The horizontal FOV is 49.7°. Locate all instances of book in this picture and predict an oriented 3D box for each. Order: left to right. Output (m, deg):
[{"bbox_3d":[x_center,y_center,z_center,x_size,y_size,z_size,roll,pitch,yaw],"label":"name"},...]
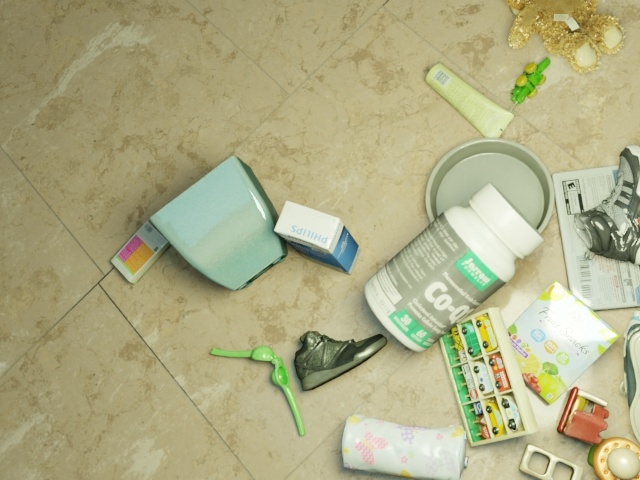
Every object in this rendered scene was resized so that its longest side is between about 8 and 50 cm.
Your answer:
[{"bbox_3d":[-0.475,0.030,1.828,0.096,0.035,0.144,41,87,24],"label":"book"}]

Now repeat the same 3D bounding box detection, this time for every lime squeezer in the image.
[{"bbox_3d":[-0.128,0.322,1.646,0.310,0.059,0.110,38,86,19],"label":"lime squeezer"}]

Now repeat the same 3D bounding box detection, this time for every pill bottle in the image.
[{"bbox_3d":[0.285,0.056,1.496,0.361,0.204,0.204,-44,69,16],"label":"pill bottle"}]

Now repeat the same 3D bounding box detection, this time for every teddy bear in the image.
[{"bbox_3d":[0.574,-0.536,1.684,0.338,0.113,0.245,30,80,16],"label":"teddy bear"}]

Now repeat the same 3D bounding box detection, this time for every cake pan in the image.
[{"bbox_3d":[0.397,-0.098,1.633,0.293,0.054,0.293,-4,74,13],"label":"cake pan"}]

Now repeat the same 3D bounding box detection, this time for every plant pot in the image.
[{"bbox_3d":[-0.212,-0.020,1.671,0.248,0.247,0.252,-37,86,2],"label":"plant pot"}]

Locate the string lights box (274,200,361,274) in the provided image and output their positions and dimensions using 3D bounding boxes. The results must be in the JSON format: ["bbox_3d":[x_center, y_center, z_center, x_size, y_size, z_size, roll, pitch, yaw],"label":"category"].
[{"bbox_3d":[0.000,0.000,1.595,0.133,0.260,0.077,20,80,18],"label":"string lights box"}]

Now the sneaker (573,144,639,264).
[{"bbox_3d":[0.633,-0.081,1.505,0.153,0.101,0.269,0,77,11],"label":"sneaker"}]

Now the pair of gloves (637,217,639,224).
[{"bbox_3d":[0.718,-0.042,1.444,0.198,0.023,0.159,49,61,-18],"label":"pair of gloves"}]

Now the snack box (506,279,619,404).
[{"bbox_3d":[0.504,0.217,1.492,0.174,0.070,0.207,44,99,21],"label":"snack box"}]

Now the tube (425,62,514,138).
[{"bbox_3d":[0.363,-0.343,1.708,0.062,0.070,0.240,-41,68,-8],"label":"tube"}]

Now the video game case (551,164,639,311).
[{"bbox_3d":[0.695,-0.014,1.546,0.300,0.036,0.329,-7,72,12],"label":"video game case"}]

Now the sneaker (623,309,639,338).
[{"bbox_3d":[0.729,0.232,1.457,0.190,0.071,0.083,36,93,28],"label":"sneaker"}]

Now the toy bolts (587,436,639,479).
[{"bbox_3d":[0.617,0.521,1.348,0.228,0.158,0.218,29,83,20],"label":"toy bolts"}]

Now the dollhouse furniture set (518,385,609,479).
[{"bbox_3d":[0.446,0.462,1.385,0.152,0.201,0.374,20,81,18],"label":"dollhouse furniture set"}]

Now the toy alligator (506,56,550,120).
[{"bbox_3d":[0.492,-0.371,1.690,0.190,0.056,0.051,-54,29,-4],"label":"toy alligator"}]

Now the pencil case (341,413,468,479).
[{"bbox_3d":[0.181,0.450,1.502,0.273,0.113,0.124,3,68,15],"label":"pencil case"}]

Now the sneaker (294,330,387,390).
[{"bbox_3d":[0.037,0.247,1.609,0.227,0.087,0.130,-28,76,11],"label":"sneaker"}]

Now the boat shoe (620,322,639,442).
[{"bbox_3d":[0.669,0.297,1.425,0.095,0.079,0.255,-12,98,12],"label":"boat shoe"}]

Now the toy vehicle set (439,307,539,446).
[{"bbox_3d":[0.354,0.295,1.490,0.166,0.035,0.267,-36,62,47],"label":"toy vehicle set"}]
